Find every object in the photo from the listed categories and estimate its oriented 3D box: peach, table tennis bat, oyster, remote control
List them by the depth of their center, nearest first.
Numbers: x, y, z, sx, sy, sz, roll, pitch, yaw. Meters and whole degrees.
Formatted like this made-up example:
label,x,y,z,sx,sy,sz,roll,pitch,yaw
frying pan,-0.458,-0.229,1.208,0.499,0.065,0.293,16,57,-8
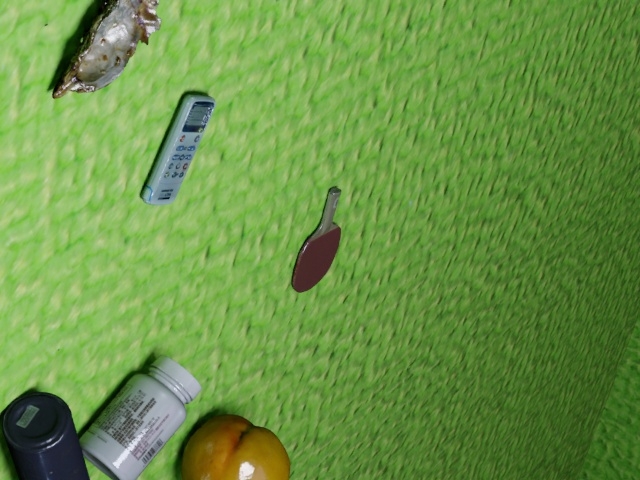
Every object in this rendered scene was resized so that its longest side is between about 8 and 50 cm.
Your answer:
label,x,y,z,sx,sy,sz,roll,pitch,yaw
oyster,-0.191,-0.183,1.405,0.132,0.029,0.086,-39,143,-31
remote control,-0.145,-0.093,1.612,0.053,0.018,0.124,-2,120,-63
peach,-0.106,0.284,1.978,0.138,0.138,0.138,-44,152,-31
table tennis bat,0.000,0.000,2.009,0.087,0.013,0.156,-27,143,-46

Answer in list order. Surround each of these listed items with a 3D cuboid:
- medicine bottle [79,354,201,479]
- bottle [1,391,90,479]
label,x,y,z,sx,sy,sz,roll,pitch,yaw
medicine bottle,-0.201,0.200,1.770,0.140,0.079,0.079,-51,155,-19
bottle,-0.280,0.258,1.683,0.072,0.082,0.244,-47,154,-30
